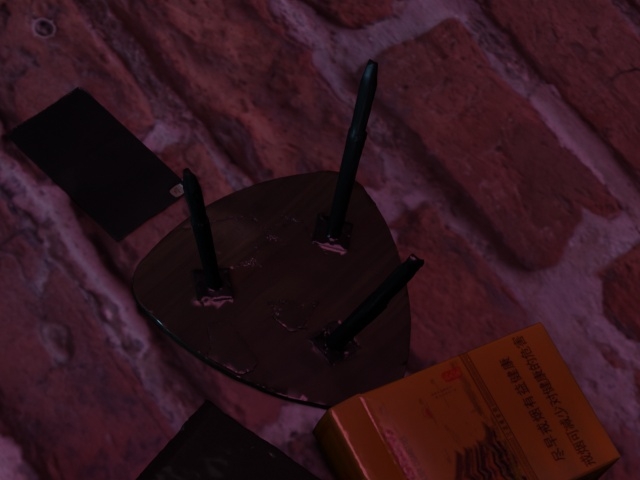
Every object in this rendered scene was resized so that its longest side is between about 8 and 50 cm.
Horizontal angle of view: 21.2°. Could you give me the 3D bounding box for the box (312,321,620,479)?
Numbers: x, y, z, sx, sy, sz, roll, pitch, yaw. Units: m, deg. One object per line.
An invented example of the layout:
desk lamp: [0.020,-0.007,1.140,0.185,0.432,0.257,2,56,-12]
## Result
box: [0.152,0.213,1.786,0.274,0.076,0.174,-20,68,-24]

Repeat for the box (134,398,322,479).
box: [-0.055,0.364,1.570,0.345,0.204,0.251,35,56,11]

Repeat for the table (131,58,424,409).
table: [0.000,0.000,1.796,0.317,0.249,0.317,6,56,-8]

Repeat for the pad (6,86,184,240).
pad: [-0.253,-0.091,1.949,0.193,0.004,0.116,42,58,16]
